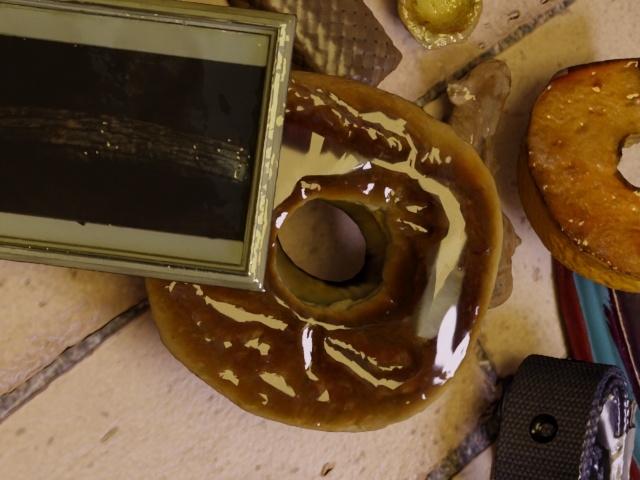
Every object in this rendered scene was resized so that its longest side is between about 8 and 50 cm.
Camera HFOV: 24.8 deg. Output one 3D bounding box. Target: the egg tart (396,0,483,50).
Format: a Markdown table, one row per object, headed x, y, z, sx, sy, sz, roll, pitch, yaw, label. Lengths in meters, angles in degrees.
| x | y | z | sx | sy | sz | roll | pitch | yaw | label |
| --- | --- | --- | --- | --- | --- | --- | --- | --- | --- |
| 0.111 | -0.237 | 1.425 | 0.105 | 0.039 | 0.105 | -1 | 92 | -30 | egg tart |

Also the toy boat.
| x | y | z | sx | sy | sz | roll | pitch | yaw | label |
| --- | --- | --- | --- | --- | --- | --- | --- | --- | --- |
| 0.358 | 0.169 | 1.566 | 0.136 | 0.079 | 0.392 | -27 | 102 | -25 | toy boat |

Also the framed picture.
| x | y | z | sx | sy | sz | roll | pitch | yaw | label |
| --- | --- | --- | --- | --- | --- | --- | --- | --- | --- |
| -0.176 | -0.087 | 1.172 | 0.293 | 0.018 | 0.231 | 6 | 93 | -1 | framed picture |

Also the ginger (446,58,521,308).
| x | y | z | sx | sy | sz | roll | pitch | yaw | label |
| --- | --- | --- | --- | --- | --- | --- | --- | --- | --- |
| 0.135 | -0.025 | 1.428 | 0.148 | 0.081 | 0.333 | 14 | 83 | -14 | ginger |

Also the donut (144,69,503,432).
| x | y | z | sx | sy | sz | roll | pitch | yaw | label |
| --- | --- | --- | --- | --- | --- | --- | --- | --- | --- |
| 0.000 | 0.000 | 1.284 | 0.330 | 0.160 | 0.330 | -2 | 103 | -8 | donut |

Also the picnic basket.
| x | y | z | sx | sy | sz | roll | pitch | yaw | label |
| --- | --- | --- | --- | --- | --- | --- | --- | --- | --- |
| -0.007 | -0.208 | 1.351 | 0.110 | 0.055 | 0.193 | -45 | 110 | -21 | picnic basket |

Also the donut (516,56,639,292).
| x | y | z | sx | sy | sz | roll | pitch | yaw | label |
| --- | --- | --- | --- | --- | --- | --- | --- | --- | --- |
| 0.265 | -0.071 | 1.458 | 0.152 | 0.101 | 0.259 | 7 | 67 | -14 | donut |

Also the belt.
| x | y | z | sx | sy | sz | roll | pitch | yaw | label |
| --- | --- | --- | --- | --- | --- | --- | --- | --- | --- |
| 0.235 | 0.232 | 1.464 | 0.140 | 0.126 | 0.230 | 6 | 88 | -58 | belt |
